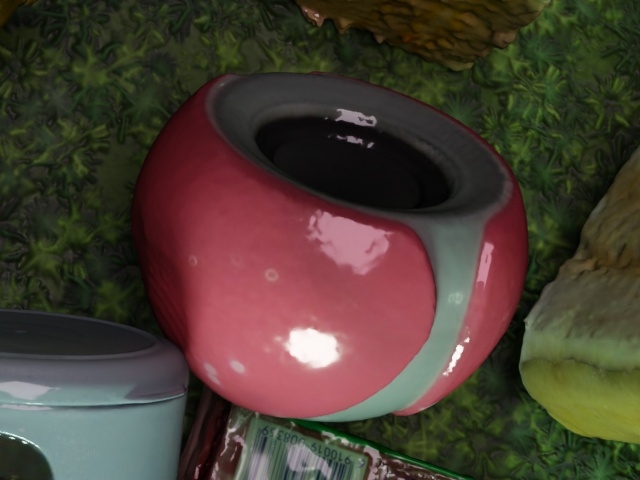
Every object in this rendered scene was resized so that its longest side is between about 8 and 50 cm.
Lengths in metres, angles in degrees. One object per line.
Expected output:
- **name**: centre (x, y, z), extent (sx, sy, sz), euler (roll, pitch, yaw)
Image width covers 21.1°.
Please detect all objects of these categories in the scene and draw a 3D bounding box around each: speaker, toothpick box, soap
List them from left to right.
- **toothpick box**: centre (-0.215, 0.235, 1.197), extent (0.263, 0.263, 0.354), euler (5, 95, -15)
- **speaker**: centre (0.000, 0.000, 1.268), extent (0.294, 0.294, 0.294), euler (2, 81, -16)
- **soap**: centre (0.014, 0.229, 1.342), extent (0.273, 0.098, 0.217), euler (21, 77, -13)

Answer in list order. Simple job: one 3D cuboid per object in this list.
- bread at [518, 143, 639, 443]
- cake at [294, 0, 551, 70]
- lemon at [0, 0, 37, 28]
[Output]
- **bread**: centre (0.367, 0.050, 1.354), extent (0.210, 0.341, 0.300), euler (40, 69, -31)
- **cake**: centre (0.056, -0.301, 1.368), extent (0.286, 0.222, 0.227), euler (22, 75, -12)
- **lemon**: centre (-0.335, -0.260, 1.225), extent (0.322, 0.268, 0.268), euler (35, 74, -15)
